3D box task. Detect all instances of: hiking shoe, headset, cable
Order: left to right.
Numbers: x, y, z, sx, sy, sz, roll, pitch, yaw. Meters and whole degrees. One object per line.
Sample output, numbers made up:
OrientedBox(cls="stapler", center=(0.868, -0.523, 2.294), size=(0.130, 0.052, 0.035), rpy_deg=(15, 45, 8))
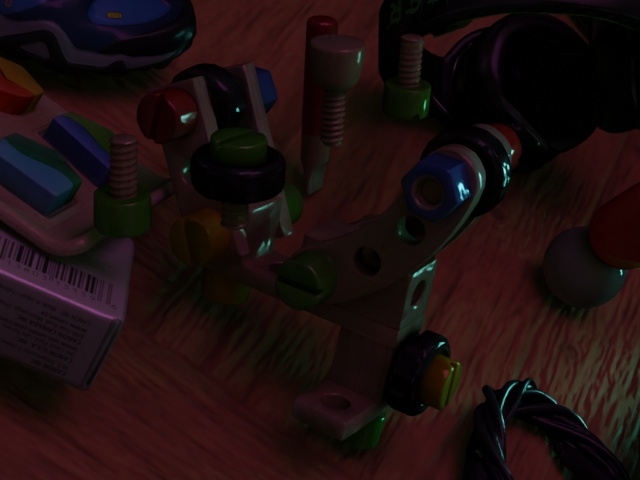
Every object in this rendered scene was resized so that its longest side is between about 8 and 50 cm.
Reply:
OrientedBox(cls="hiking shoe", center=(-0.220, -0.215, 1.203), size=(0.304, 0.132, 0.113), rpy_deg=(17, 32, -21))
OrientedBox(cls="cable", center=(0.168, 0.174, 1.178), size=(0.151, 0.047, 0.184), rpy_deg=(19, 43, -18))
OrientedBox(cls="headset", center=(0.217, -0.111, 1.365), size=(0.394, 0.243, 0.185), rpy_deg=(18, 67, -45))

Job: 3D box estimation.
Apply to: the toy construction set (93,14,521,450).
OrientedBox(cls="toy construction set", center=(0.000, 0.000, 1.154), size=(0.258, 0.237, 0.309), rpy_deg=(5, 24, 3))

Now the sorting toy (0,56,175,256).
OrientedBox(cls="sorting toy", center=(-0.205, -0.072, 1.104), size=(0.208, 0.038, 0.193), rpy_deg=(31, 20, 6))

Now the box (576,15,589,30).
OrientedBox(cls="box", center=(0.518, -0.280, 1.516), size=(0.297, 0.471, 0.480), rpy_deg=(-13, 60, -40))

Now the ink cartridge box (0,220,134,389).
OrientedBox(cls="ink cartridge box", center=(-0.255, -0.031, 1.080), size=(0.275, 0.060, 0.239), rpy_deg=(24, 19, -13))

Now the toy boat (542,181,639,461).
OrientedBox(cls="toy boat", center=(0.303, 0.102, 1.284), size=(0.267, 0.148, 0.318), rpy_deg=(-26, 77, -40))
